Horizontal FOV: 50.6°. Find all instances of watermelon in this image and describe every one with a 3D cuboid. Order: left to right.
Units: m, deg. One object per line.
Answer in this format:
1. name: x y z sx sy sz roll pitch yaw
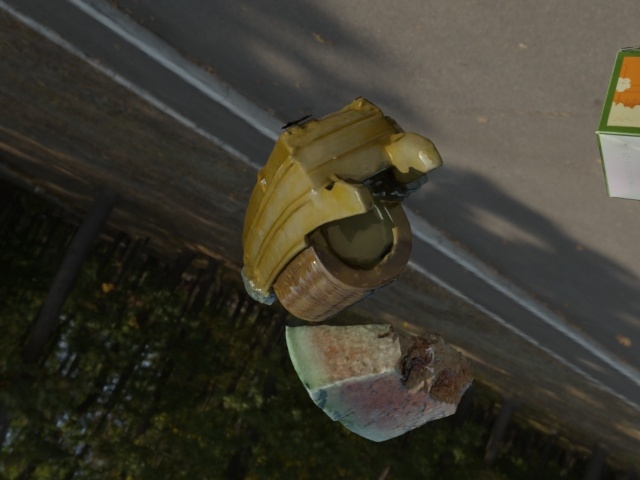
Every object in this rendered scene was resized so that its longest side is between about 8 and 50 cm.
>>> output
1. watermelon: 0.088 0.252 1.196 0.302 0.151 0.264 -12 140 31

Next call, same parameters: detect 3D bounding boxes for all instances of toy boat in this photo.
1. toy boat: 0.000 0.000 0.512 0.115 0.089 0.310 59 157 8

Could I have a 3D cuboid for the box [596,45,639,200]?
1. box: 0.500 -0.155 0.945 0.178 0.148 0.195 11 162 32
